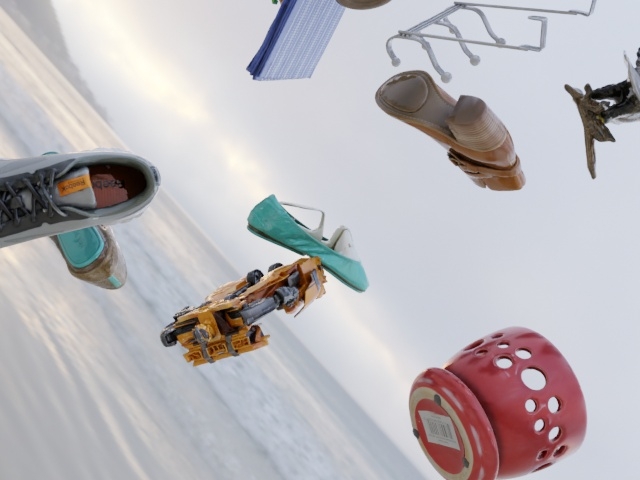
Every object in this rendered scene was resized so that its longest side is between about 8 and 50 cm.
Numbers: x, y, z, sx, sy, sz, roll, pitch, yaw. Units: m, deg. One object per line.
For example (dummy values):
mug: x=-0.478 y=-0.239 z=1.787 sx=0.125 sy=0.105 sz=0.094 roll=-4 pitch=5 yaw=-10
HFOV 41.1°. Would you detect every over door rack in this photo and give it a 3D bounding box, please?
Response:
over door rack: x=0.318 y=-0.378 z=1.584 sx=0.324 sy=0.239 sz=0.108 roll=5 pitch=-60 yaw=39

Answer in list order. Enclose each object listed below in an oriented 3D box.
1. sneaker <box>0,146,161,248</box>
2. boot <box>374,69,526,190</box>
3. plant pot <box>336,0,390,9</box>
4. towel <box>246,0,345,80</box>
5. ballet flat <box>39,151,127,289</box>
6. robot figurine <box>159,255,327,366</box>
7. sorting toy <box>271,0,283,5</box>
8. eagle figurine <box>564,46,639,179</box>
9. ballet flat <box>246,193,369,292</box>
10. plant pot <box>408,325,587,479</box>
sneaker: x=-0.291 y=-0.046 z=0.865 sx=0.108 sy=0.272 sz=0.100 roll=-4 pitch=-80 yaw=65
boot: x=0.164 y=-0.132 z=1.084 sx=0.197 sy=0.073 sz=0.152 roll=35 pitch=-7 yaw=46
plant pot: x=0.095 y=-0.657 z=1.937 sx=0.263 sy=0.263 sz=0.229 roll=67 pitch=17 yaw=-74
towel: x=-0.047 y=-0.490 z=2.023 sx=0.040 sy=0.243 sz=0.336 roll=34 pitch=20 yaw=12
ballet flat: x=-0.420 y=-0.026 z=1.507 sx=0.342 sy=0.116 sz=0.124 roll=46 pitch=-8 yaw=41
robot figurine: x=-0.103 y=0.101 z=1.257 sx=0.291 sy=0.211 sz=0.085 roll=-36 pitch=106 yaw=-64
sorting toy: x=-0.095 y=-0.590 z=2.054 sx=0.083 sy=0.012 sz=0.062 roll=-53 pitch=-134 yaw=45
eagle figurine: x=0.607 y=-0.252 z=1.575 sx=0.225 sy=0.298 sz=0.226 roll=-120 pitch=-154 yaw=-64
ballet flat: x=0.000 y=0.000 z=1.391 sx=0.247 sy=0.087 sz=0.083 roll=30 pitch=11 yaw=-21
plant pot: x=0.226 y=0.230 z=1.135 sx=0.191 sy=0.174 sz=0.191 roll=44 pitch=-35 yaw=43
